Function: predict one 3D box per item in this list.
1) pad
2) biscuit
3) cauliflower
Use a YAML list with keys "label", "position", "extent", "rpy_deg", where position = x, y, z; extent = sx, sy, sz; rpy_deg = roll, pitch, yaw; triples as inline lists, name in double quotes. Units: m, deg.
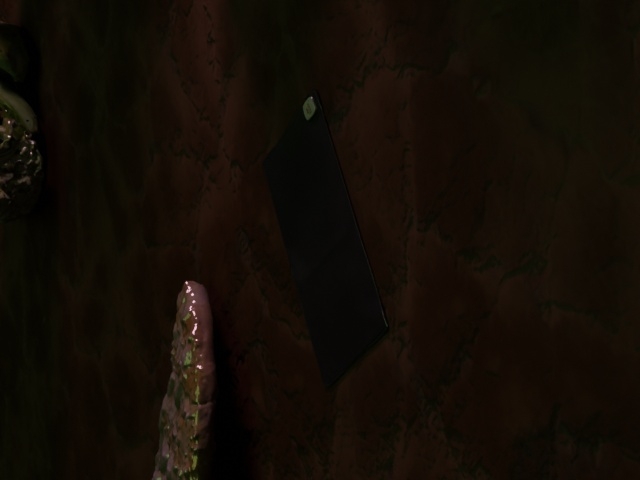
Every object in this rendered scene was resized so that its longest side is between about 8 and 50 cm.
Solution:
- label: "pad"
  position: [0.000, 0.000, 1.156]
  extent: [0.116, 0.004, 0.193]
  rpy_deg: [-49, 52, 55]
- label: "biscuit"
  position: [-0.113, 0.191, 1.336]
  extent: [0.141, 0.038, 0.289]
  rpy_deg: [-120, 37, -65]
- label: "cauliflower"
  position: [-0.414, -0.139, 1.743]
  extent: [0.250, 0.275, 0.272]
  rpy_deg: [-57, 14, 2]
